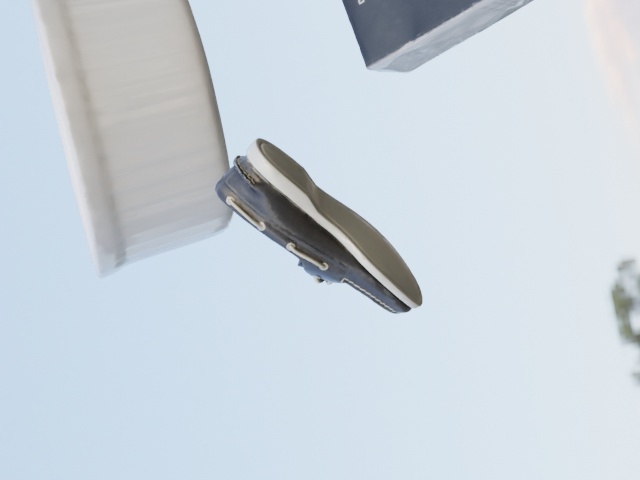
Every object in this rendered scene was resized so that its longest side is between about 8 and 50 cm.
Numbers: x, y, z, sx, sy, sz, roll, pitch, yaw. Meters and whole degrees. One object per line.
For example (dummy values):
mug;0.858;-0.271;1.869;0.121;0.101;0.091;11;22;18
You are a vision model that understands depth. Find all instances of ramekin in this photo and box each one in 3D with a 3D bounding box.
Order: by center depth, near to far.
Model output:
ramekin;-0.171;-0.114;1.584;0.277;0.135;0.277;166;90;-82

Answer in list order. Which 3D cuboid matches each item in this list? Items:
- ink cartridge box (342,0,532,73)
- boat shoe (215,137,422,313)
ink cartridge box;0.156;-0.277;1.233;0.069;0.371;0.176;-2;-111;-56
boat shoe;0.000;0.000;0.906;0.125;0.038;0.046;40;-160;-19
